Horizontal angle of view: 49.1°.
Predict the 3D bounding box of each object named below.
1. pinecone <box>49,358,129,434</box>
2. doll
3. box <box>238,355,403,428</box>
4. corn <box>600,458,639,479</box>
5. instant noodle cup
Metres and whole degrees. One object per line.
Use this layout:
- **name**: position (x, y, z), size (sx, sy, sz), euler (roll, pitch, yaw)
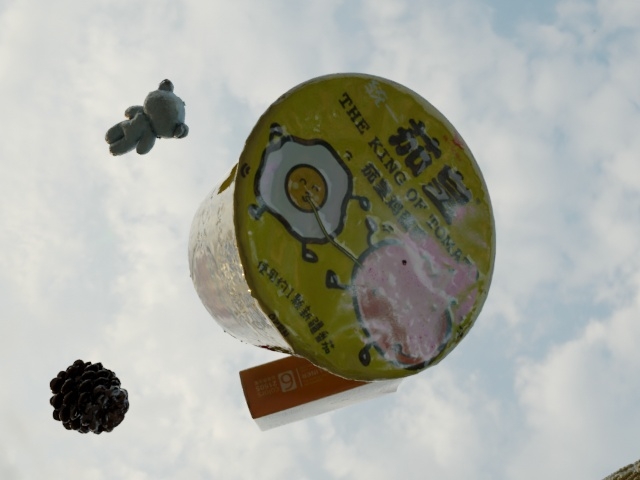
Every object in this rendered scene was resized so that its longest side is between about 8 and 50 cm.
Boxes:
- **pinecone**: position (-0.239, 0.165, 0.724), size (0.083, 0.077, 0.077), euler (21, -63, 52)
- **doll**: position (-0.316, -0.211, 1.296), size (0.180, 0.075, 0.120), euler (-27, -103, 30)
- **box**: position (0.006, 0.249, 1.226), size (0.274, 0.220, 0.091), euler (-15, -110, -8)
- **corn**: position (0.680, 0.455, 1.387), size (0.288, 0.086, 0.086), euler (-35, -89, 21)
- **instant noodle cup**: position (0.000, 0.000, 0.818), size (0.254, 0.326, 0.325), euler (-17, -80, 58)
